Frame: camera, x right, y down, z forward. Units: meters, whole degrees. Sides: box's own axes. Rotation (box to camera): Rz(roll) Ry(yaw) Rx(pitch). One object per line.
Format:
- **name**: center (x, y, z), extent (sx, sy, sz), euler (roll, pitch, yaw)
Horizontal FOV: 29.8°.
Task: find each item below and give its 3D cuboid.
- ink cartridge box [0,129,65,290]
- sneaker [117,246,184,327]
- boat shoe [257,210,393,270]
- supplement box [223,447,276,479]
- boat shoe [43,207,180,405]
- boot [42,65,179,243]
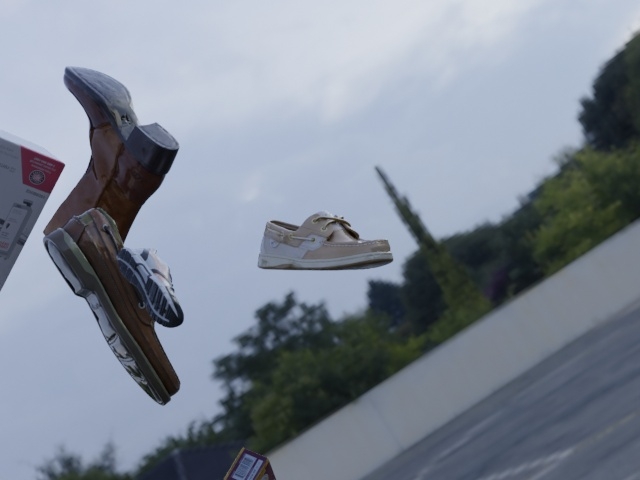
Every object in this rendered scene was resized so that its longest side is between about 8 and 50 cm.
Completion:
- **ink cartridge box**: center (-0.634, -0.067, 2.219), extent (0.207, 0.117, 0.283), euler (23, -84, -44)
- **sneaker**: center (-0.166, 0.045, 1.244), extent (0.044, 0.109, 0.040), euler (-9, -39, -41)
- **boat shoe**: center (0.000, 0.000, 1.169), extent (0.170, 0.059, 0.063), euler (-1, -2, 44)
- **supplement box**: center (-0.094, 0.330, 1.638), extent (0.055, 0.043, 0.083), euler (-59, -25, -28)
- **boat shoe**: center (-0.278, 0.095, 1.764), extent (0.104, 0.307, 0.111), euler (-36, 13, -25)
- **boot**: center (-0.379, -0.116, 1.982), extent (0.280, 0.264, 0.096), euler (-56, -15, 25)
